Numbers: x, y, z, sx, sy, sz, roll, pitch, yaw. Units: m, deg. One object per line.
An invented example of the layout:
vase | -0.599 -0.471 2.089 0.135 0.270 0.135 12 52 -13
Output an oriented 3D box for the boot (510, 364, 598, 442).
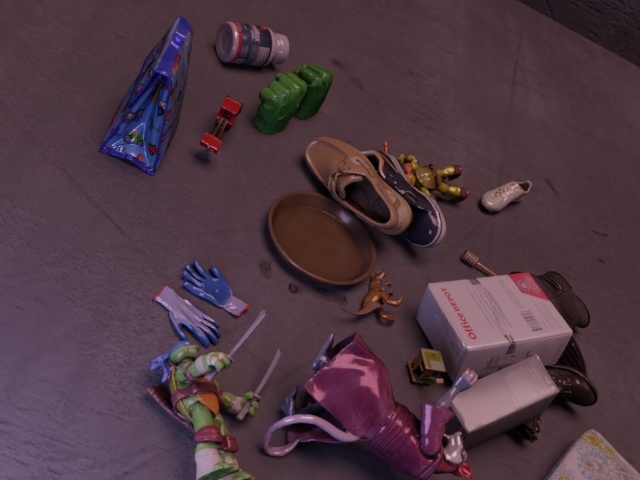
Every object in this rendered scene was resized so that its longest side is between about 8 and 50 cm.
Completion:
boot | 0.491 0.367 1.953 0.262 0.091 0.229 26 41 5

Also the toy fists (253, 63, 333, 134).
toy fists | -0.066 -0.381 2.244 0.096 0.142 0.279 45 41 12

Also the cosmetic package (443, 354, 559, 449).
cosmetic package | 0.361 0.342 1.800 0.237 0.127 0.107 -15 59 -21

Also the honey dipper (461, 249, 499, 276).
honey dipper | 0.434 0.081 2.229 0.160 0.030 0.030 36 40 -4

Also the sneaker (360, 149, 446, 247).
sneaker | 0.180 -0.104 2.157 0.127 0.126 0.321 8 36 -44

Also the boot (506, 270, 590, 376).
boot | 0.612 0.212 2.166 0.222 0.118 0.338 3 55 -42

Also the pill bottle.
pill bottle | -0.181 -0.526 2.334 0.180 0.108 0.108 -1 52 -36

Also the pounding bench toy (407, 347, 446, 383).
pounding bench toy | 0.229 0.286 1.860 0.052 0.065 0.083 12 45 -26

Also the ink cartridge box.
ink cartridge box | 0.388 0.190 1.962 0.282 0.117 0.207 -5 43 -22

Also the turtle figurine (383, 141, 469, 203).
turtle figurine | 0.289 -0.171 2.326 0.217 0.087 0.270 -1 52 -35

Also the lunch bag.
lunch bag | -0.348 -0.331 1.886 0.138 0.293 0.221 24 41 -13

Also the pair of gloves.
pair of gloves | -0.238 0.124 1.731 0.159 0.023 0.198 39 40 4

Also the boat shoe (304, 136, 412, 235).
boat shoe | 0.077 -0.144 2.084 0.341 0.122 0.110 40 14 25

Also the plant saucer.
plant saucer | 0.000 0.000 2.001 0.277 0.041 0.278 18 44 -18

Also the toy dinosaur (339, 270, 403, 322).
toy dinosaur | 0.119 0.143 1.942 0.112 0.064 0.211 21 29 11

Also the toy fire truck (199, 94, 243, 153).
toy fire truck | -0.234 -0.275 2.060 0.047 0.135 0.192 28 1 -7

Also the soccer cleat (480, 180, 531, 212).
soccer cleat | 0.526 -0.133 2.459 0.196 0.076 0.068 -17 62 -43

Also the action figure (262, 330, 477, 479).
action figure | 0.126 0.342 1.598 0.370 0.248 0.276 35 41 4

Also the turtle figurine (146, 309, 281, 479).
turtle figurine | -0.151 0.276 1.502 0.274 0.198 0.266 -3 60 -22

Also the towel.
towel | 0.594 0.599 1.796 0.320 0.090 0.374 45 41 15
